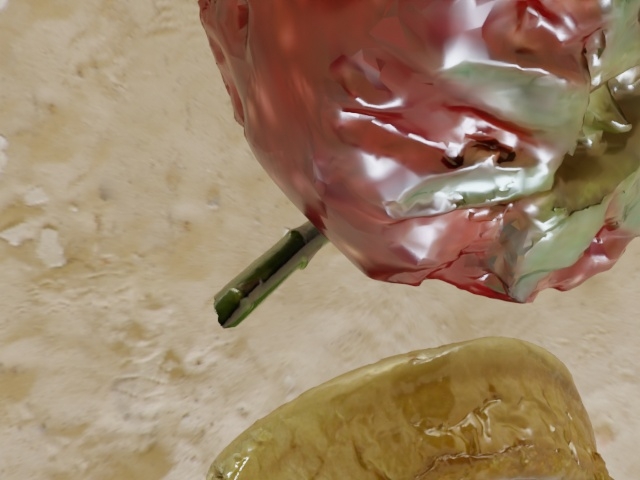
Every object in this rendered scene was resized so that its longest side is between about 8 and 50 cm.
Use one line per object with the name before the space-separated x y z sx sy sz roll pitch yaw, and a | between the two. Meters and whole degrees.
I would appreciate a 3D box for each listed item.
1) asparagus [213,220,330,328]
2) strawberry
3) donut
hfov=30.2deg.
asparagus | 0.001 0.000 0.758 0.027 0.236 0.034 -27 94 43
strawberry | 0.037 -0.149 0.638 0.345 0.317 0.295 32 86 30
donut | 0.075 0.216 0.925 0.330 0.330 0.160 -20 59 3
